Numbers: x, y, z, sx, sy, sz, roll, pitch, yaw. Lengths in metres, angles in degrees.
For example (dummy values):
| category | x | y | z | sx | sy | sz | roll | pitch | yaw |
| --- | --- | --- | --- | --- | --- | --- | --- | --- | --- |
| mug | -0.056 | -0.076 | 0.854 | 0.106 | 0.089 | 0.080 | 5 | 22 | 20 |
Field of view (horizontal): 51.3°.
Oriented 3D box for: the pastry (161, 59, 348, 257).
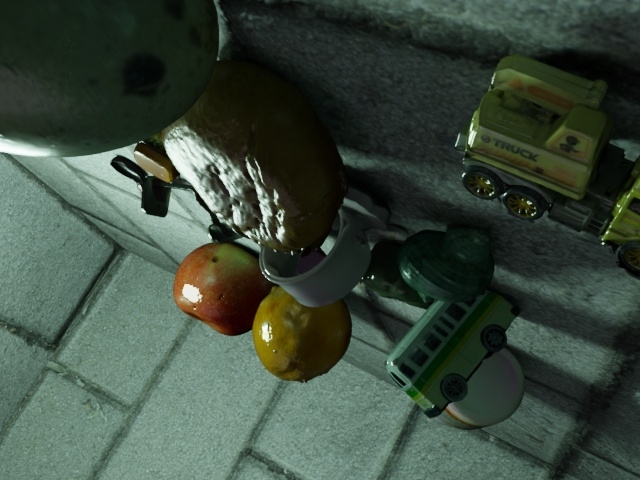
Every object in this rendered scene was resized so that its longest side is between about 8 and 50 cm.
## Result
| category | x | y | z | sx | sy | sz | roll | pitch | yaw |
| --- | --- | --- | --- | --- | --- | --- | --- | --- | --- |
| pastry | -0.108 | -0.130 | 1.089 | 0.356 | 0.164 | 0.356 | 36 | 154 | 20 |

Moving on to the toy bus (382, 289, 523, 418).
| category | x | y | z | sx | sy | sz | roll | pitch | yaw |
| --- | --- | --- | --- | --- | --- | --- | --- | --- | --- |
| toy bus | 0.267 | 0.210 | 1.358 | 0.165 | 0.276 | 0.133 | 39 | 165 | 11 |

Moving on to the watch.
| category | x | y | z | sx | sy | sz | roll | pitch | yaw |
| --- | --- | --- | --- | --- | --- | --- | --- | --- | --- |
| watch | 0.000 | 0.000 | 1.257 | 0.244 | 0.231 | 0.196 | 18 | 159 | 49 |

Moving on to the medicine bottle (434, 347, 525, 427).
| category | x | y | z | sx | sy | sz | roll | pitch | yaw |
| --- | --- | --- | --- | --- | --- | --- | --- | --- | --- |
| medicine bottle | 0.401 | 0.400 | 1.809 | 0.219 | 0.219 | 0.388 | 27 | 166 | 10 |

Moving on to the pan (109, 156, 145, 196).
| category | x | y | z | sx | sy | sz | roll | pitch | yaw |
| --- | --- | --- | --- | --- | --- | --- | --- | --- | --- |
| pan | -0.567 | -0.187 | 2.054 | 0.115 | 0.040 | 0.212 | 21 | 155 | 28 |

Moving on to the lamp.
| category | x | y | z | sx | sy | sz | roll | pitch | yaw |
| --- | --- | --- | --- | --- | --- | --- | --- | --- | --- |
| lamp | -0.352 | -0.090 | 1.900 | 0.283 | 0.124 | 0.203 | 22 | -177 | 19 |

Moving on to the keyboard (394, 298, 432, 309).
| category | x | y | z | sx | sy | sz | roll | pitch | yaw |
| --- | --- | --- | --- | --- | --- | --- | --- | --- | --- |
| keyboard | 0.261 | 0.161 | 1.688 | 0.204 | 0.013 | 0.061 | 18 | 161 | 37 |

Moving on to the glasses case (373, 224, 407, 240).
| category | x | y | z | sx | sy | sz | roll | pitch | yaw |
| --- | --- | --- | --- | --- | --- | --- | --- | --- | --- |
| glasses case | 0.138 | -0.017 | 1.337 | 0.083 | 0.021 | 0.032 | 14 | 160 | 45 |

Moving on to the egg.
| category | x | y | z | sx | sy | sz | roll | pitch | yaw |
| --- | --- | --- | --- | --- | --- | --- | --- | --- | --- |
| egg | -0.330 | -0.271 | 0.801 | 0.428 | 0.345 | 0.345 | 14 | 160 | 16 |

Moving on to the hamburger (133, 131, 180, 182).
| category | x | y | z | sx | sy | sz | roll | pitch | yaw |
| --- | --- | --- | --- | --- | --- | --- | --- | --- | --- |
| hamburger | -0.365 | -0.200 | 1.563 | 0.137 | 0.087 | 0.166 | 32 | 166 | -8 |

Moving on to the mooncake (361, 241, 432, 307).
| category | x | y | z | sx | sy | sz | roll | pitch | yaw |
| --- | --- | --- | --- | --- | --- | --- | --- | --- | --- |
| mooncake | 0.174 | 0.080 | 1.435 | 0.168 | 0.104 | 0.175 | 25 | 168 | -4 |

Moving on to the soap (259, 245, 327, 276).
| category | x | y | z | sx | sy | sz | roll | pitch | yaw |
| --- | --- | --- | --- | --- | --- | --- | --- | --- | --- |
| soap | -0.077 | 0.001 | 1.514 | 0.181 | 0.081 | 0.259 | 38 | -175 | -29 |

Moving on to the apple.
| category | x | y | z | sx | sy | sz | roll | pitch | yaw |
| --- | --- | --- | --- | --- | --- | --- | --- | --- | --- |
| apple | -0.322 | 0.165 | 2.272 | 0.348 | 0.277 | 0.348 | 28 | 164 | 9 |

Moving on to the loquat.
| category | x | y | z | sx | sy | sz | roll | pitch | yaw |
| --- | --- | --- | --- | --- | --- | --- | --- | --- | --- |
| loquat | -0.060 | 0.279 | 2.076 | 0.328 | 0.328 | 0.328 | 28 | 164 | 8 |

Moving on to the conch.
| category | x | y | z | sx | sy | sz | roll | pitch | yaw |
| --- | --- | --- | --- | --- | --- | --- | --- | --- | --- |
| conch | 0.228 | 0.040 | 1.165 | 0.196 | 0.134 | 0.202 | -8 | 176 | -28 |

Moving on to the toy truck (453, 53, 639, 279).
| category | x | y | z | sx | sy | sz | roll | pitch | yaw |
| --- | --- | --- | --- | --- | --- | --- | --- | --- | --- |
| toy truck | 0.279 | -0.088 | 0.684 | 0.272 | 0.124 | 0.157 | 29 | 155 | 18 |
